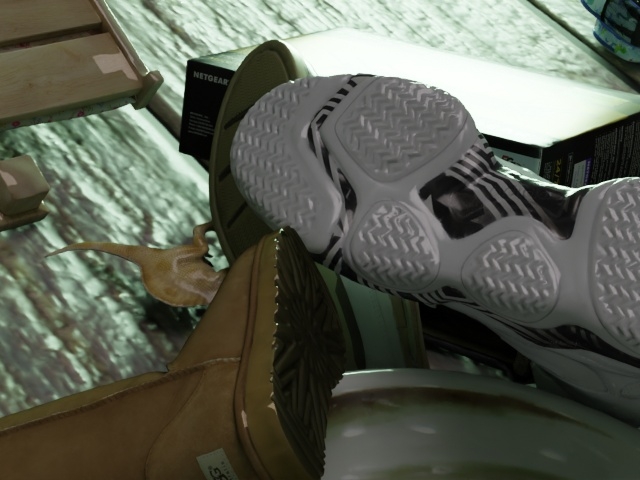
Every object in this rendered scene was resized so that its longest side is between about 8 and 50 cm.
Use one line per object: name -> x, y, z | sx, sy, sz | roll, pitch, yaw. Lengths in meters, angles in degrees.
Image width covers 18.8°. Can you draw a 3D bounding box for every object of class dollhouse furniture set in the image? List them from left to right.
dollhouse furniture set -> -0.246, -0.153, 1.605 | 0.303, 0.174, 0.355 | -16, 68, -41

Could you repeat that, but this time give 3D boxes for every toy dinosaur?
toy dinosaur -> -0.101, 0.019, 1.392 | 0.183, 0.053, 0.092 | 28, 35, 20

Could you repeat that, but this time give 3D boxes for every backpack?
backpack -> 0.319, -0.233, 1.947 | 0.105, 0.084, 0.114 | -9, 44, -36

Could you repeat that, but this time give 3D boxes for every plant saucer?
plant saucer -> 0.097, 0.229, 1.101 | 0.400, 0.100, 0.400 | 11, 32, -7

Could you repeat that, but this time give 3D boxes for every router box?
router box -> 0.083, -0.090, 1.527 | 0.309, 0.081, 0.243 | 16, 19, 27

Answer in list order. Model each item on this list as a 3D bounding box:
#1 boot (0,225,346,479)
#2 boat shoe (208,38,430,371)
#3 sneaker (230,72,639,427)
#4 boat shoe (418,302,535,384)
boot -> -0.129, 0.100, 1.097 | 0.269, 0.089, 0.236 | -20, 20, 15
boat shoe -> 0.000, 0.000, 1.371 | 0.103, 0.113, 0.302 | 15, 54, -39
sneaker -> 0.118, 0.020, 1.265 | 0.366, 0.210, 0.137 | 20, 71, 21
boat shoe -> 0.161, 0.062, 1.401 | 0.285, 0.103, 0.092 | 19, 40, 17
